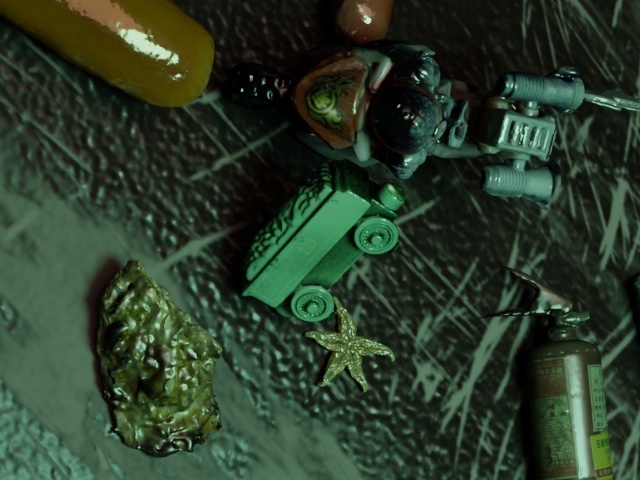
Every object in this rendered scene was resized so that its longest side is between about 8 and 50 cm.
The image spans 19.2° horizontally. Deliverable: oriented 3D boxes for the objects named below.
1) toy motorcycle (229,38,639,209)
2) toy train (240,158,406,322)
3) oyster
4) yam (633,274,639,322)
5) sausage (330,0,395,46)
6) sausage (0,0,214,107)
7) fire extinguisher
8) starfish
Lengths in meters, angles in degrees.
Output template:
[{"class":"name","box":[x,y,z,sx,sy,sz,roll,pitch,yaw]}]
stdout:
[{"class":"toy motorcycle","box":[0.127,-0.111,1.734,0.401,0.207,0.134,9,95,-26]},{"class":"toy train","box":[0.000,0.000,1.687,0.099,0.172,0.070,31,29,-22]},{"class":"oyster","box":[-0.141,0.102,1.658,0.105,0.056,0.177,-9,91,-19]},{"class":"yam","box":[0.364,0.110,1.890,0.078,0.078,0.179,-13,89,-27]},{"class":"sausage","box":[0.038,-0.226,1.786,0.054,0.059,0.094,19,72,-31]},{"class":"sausage","box":[-0.198,-0.199,1.650,0.238,0.098,0.098,31,70,-17]},{"class":"fire extinguisher","box":[0.222,0.146,1.815,0.106,0.075,0.252,-2,84,-26]},{"class":"starfish","box":[0.027,0.096,1.760,0.092,0.016,0.086,8,80,-20]}]
